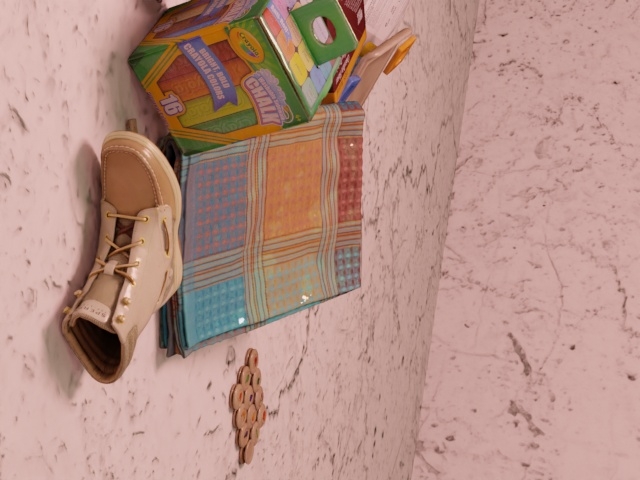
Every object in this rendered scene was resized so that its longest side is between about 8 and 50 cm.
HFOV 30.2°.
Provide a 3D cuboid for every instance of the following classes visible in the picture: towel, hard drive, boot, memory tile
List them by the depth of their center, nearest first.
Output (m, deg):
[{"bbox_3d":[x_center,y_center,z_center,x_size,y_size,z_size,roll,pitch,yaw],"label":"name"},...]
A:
[{"bbox_3d":[-0.197,0.017,1.162,0.165,0.077,0.213,-65,158,-49],"label":"boot"},{"bbox_3d":[-0.060,-0.027,1.482,0.370,0.040,0.272,-17,112,-50],"label":"towel"},{"bbox_3d":[-0.103,0.241,1.720,0.113,0.012,0.148,-67,157,-50],"label":"memory tile"},{"bbox_3d":[0.087,-0.416,1.975,0.237,0.064,0.339,-63,167,8],"label":"hard drive"}]

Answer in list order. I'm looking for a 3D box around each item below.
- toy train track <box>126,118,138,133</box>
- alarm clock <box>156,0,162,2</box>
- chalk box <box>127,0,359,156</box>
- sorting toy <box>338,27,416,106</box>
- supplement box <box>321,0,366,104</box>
[{"bbox_3d":[-0.197,-0.087,1.253,0.048,0.014,0.083,-32,120,-63],"label":"toy train track"},{"bbox_3d":[-0.118,-0.334,1.281,0.129,0.064,0.192,-48,-177,37],"label":"alarm clock"},{"bbox_3d":[-0.068,-0.196,1.261,0.132,0.213,0.132,61,32,-27],"label":"chalk box"},{"bbox_3d":[0.059,-0.265,1.956,0.196,0.047,0.347,-54,174,32],"label":"sorting toy"},{"bbox_3d":[-0.025,-0.316,1.608,0.191,0.129,0.194,-68,157,-49],"label":"supplement box"}]
